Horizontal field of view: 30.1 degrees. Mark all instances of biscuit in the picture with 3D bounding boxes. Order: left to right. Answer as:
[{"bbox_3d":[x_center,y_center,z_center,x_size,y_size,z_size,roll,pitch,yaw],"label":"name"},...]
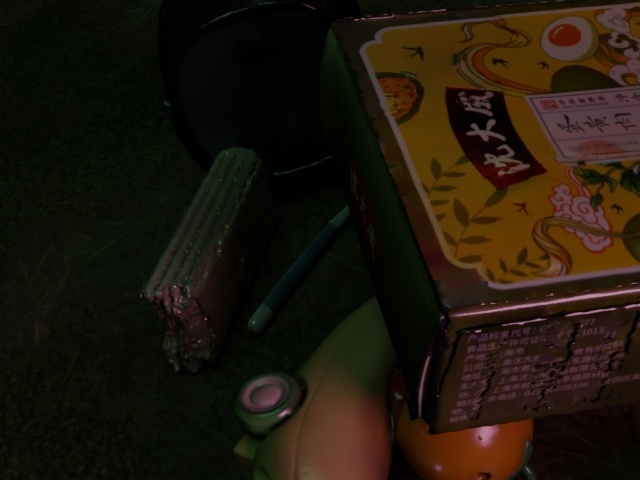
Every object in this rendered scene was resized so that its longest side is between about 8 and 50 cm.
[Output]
[{"bbox_3d":[-0.107,0.016,1.231,0.062,0.108,0.238,3,44,20],"label":"biscuit"}]

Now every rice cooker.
[{"bbox_3d":[-0.061,-0.204,1.363,0.267,0.267,0.224,-18,32,4],"label":"rice cooker"}]

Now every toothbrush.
[{"bbox_3d":[0.000,0.000,1.271,0.025,0.019,0.275,8,47,39],"label":"toothbrush"}]

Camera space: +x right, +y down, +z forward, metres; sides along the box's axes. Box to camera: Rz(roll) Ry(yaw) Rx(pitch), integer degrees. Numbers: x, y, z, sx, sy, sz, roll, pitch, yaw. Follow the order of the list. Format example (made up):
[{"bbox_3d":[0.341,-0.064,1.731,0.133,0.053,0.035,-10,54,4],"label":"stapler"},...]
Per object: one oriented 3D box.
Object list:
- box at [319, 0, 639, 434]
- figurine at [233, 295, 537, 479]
[{"bbox_3d":[0.238,-0.049,1.004,0.421,0.138,0.373,-6,46,-10],"label":"box"},{"bbox_3d":[0.069,0.146,0.988,0.222,0.124,0.324,15,47,37],"label":"figurine"}]
